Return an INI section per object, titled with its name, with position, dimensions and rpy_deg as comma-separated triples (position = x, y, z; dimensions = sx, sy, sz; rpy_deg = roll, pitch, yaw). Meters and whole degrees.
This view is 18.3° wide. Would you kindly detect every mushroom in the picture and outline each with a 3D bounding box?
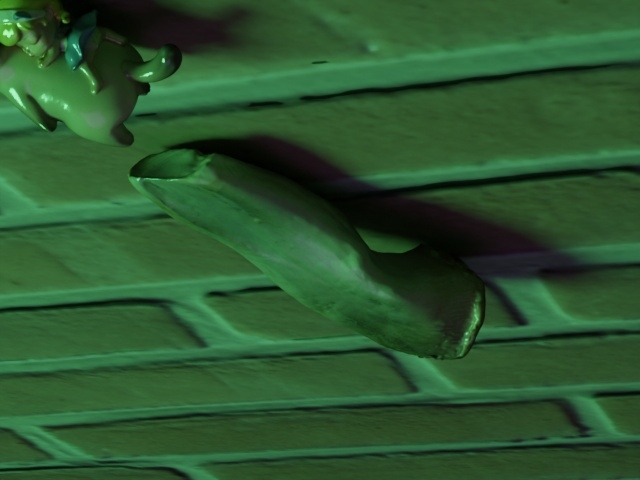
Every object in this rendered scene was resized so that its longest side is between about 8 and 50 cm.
[mushroom]
position = -0.003, 0.001, 0.924
dimensions = 0.202, 0.054, 0.059
rpy_deg = 27, 143, -34

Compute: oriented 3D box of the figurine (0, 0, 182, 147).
[figurine]
position = -0.098, -0.074, 0.764
dimensions = 0.083, 0.047, 0.050
rpy_deg = 18, 140, -14
